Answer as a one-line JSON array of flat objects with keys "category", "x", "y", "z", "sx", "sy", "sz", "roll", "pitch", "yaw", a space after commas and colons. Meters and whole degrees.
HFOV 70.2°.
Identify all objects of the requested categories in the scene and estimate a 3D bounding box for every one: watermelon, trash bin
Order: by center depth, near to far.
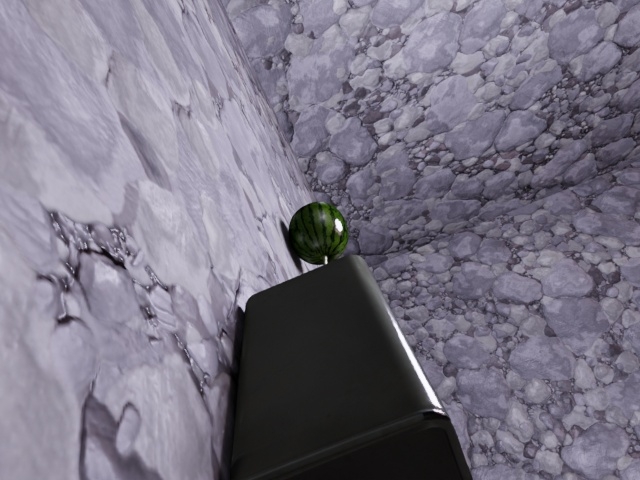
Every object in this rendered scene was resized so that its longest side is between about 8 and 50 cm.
[{"category": "trash bin", "x": 0.009, "y": 0.134, "z": 0.433, "sx": 0.240, "sy": 0.164, "sz": 0.122, "roll": -110, "pitch": 176, "yaw": -62}, {"category": "watermelon", "x": 0.000, "y": 0.000, "z": 1.042, "sx": 0.140, "sy": 0.141, "sz": 0.187, "roll": 61, "pitch": 12, "yaw": -54}]
